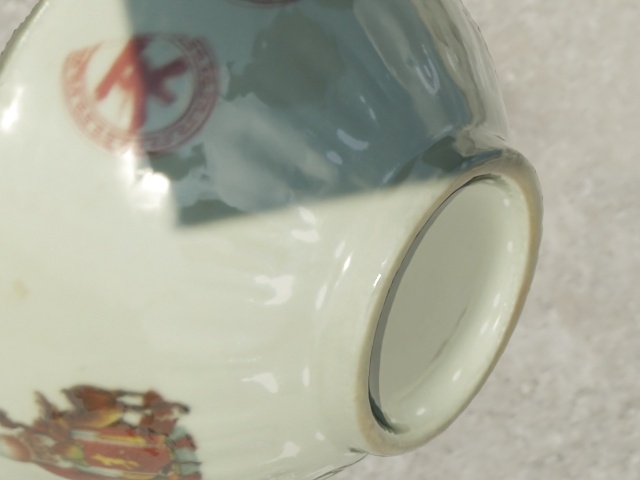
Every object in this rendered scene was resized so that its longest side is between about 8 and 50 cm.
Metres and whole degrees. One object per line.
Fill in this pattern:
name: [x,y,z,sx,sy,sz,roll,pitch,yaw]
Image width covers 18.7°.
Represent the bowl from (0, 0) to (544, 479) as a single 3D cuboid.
bowl: [0.000,0.000,0.892,0.157,0.337,0.337,25,39,29]
